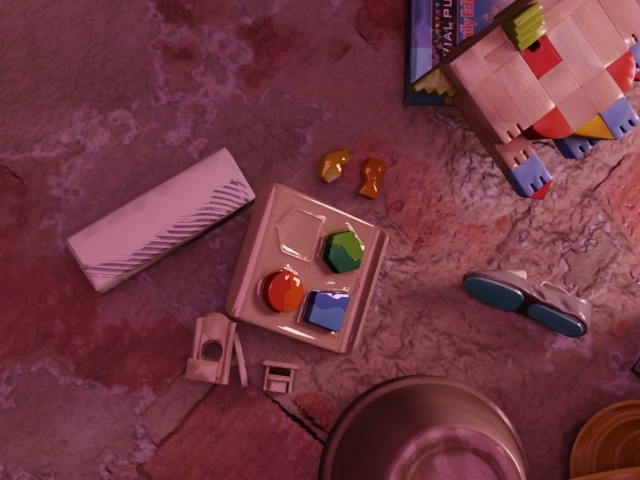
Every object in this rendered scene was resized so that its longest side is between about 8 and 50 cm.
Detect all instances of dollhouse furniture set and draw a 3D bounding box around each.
[{"bbox_3d":[-0.107,0.164,1.636,0.160,0.182,0.101,8,82,-3],"label":"dollhouse furniture set"}]

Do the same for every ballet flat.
[{"bbox_3d":[0.323,0.084,1.747,0.213,0.072,0.068,24,54,-1],"label":"ballet flat"}]

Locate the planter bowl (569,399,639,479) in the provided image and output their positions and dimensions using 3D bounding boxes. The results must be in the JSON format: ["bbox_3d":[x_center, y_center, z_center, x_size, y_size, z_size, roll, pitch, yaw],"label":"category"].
[{"bbox_3d":[0.492,0.344,1.687,0.217,0.090,0.217,0,89,25],"label":"planter bowl"}]

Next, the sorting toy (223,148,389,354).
[{"bbox_3d":[0.000,0.000,1.699,0.229,0.041,0.307,21,80,-27],"label":"sorting toy"}]

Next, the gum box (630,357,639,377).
[{"bbox_3d":[0.559,0.146,1.687,0.041,0.184,0.157,39,82,1],"label":"gum box"}]

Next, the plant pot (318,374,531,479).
[{"bbox_3d":[0.164,0.352,1.584,0.323,0.280,0.323,0,83,-4],"label":"plant pot"}]

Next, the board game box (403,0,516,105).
[{"bbox_3d":[0.305,-0.341,1.788,0.336,0.079,0.254,2,82,-4],"label":"board game box"}]

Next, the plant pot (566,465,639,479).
[{"bbox_3d":[0.451,0.440,1.515,0.254,0.254,0.239,-10,84,-6],"label":"plant pot"}]

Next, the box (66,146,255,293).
[{"bbox_3d":[-0.238,-0.028,1.689,0.275,0.113,0.094,-32,87,-6],"label":"box"}]

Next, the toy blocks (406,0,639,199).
[{"bbox_3d":[0.361,-0.237,1.669,0.381,0.191,0.261,-38,100,-6],"label":"toy blocks"}]
